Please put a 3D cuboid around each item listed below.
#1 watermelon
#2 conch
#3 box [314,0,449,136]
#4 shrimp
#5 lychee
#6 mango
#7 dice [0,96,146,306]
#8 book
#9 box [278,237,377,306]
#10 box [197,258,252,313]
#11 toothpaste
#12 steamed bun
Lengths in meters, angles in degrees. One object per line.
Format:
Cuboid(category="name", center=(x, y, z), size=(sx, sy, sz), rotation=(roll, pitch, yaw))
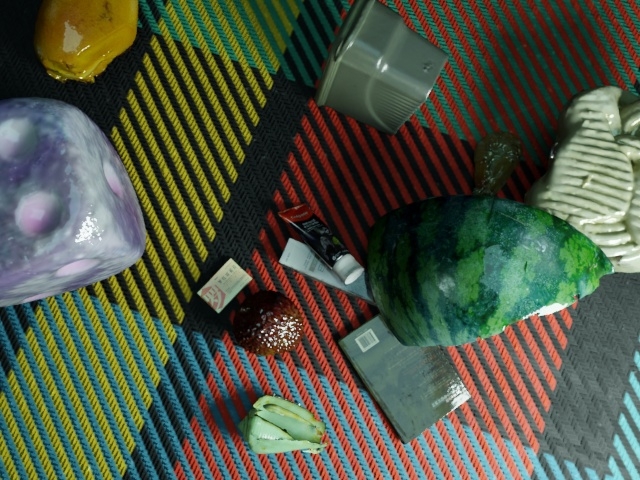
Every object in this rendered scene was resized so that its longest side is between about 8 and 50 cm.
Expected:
Cuboid(category="watermelon", center=(0.251, 0.080, 0.809), size=(0.319, 0.292, 0.222), rotation=(34, 60, -13))
Cuboid(category="conch", center=(-0.064, 0.332, 0.879), size=(0.170, 0.079, 0.105), rotation=(12, 88, -17))
Cuboid(category="box", center=(0.104, -0.302, 0.873), size=(0.178, 0.274, 0.138), rotation=(26, 84, -6))
Cuboid(category="shrimp", center=(0.344, -0.142, 0.977), size=(0.091, 0.043, 0.184), rotation=(25, 76, 8))
Cuboid(category="lychee", center=(-0.091, 0.152, 0.877), size=(0.129, 0.123, 0.123), rotation=(39, 82, -6))
Cuboid(category="mango", center=(-0.443, -0.422, 0.930), size=(0.154, 0.126, 0.252), rotation=(27, 81, -11))
Cuboid(category="dice", center=(-0.472, -0.053, 0.806), size=(0.271, 0.270, 0.270), rotation=(-21, 84, -5))
Cuboid(category="book", center=(0.159, 0.244, 0.922), size=(0.160, 0.024, 0.228), rotation=(-33, 85, -6))
Cuboid(category="box", center=(0.028, 0.063, 0.931), size=(0.218, 0.039, 0.055), rotation=(22, 80, 0))
Cuboid(category="box", center=(-0.183, 0.087, 0.930), size=(0.058, 0.015, 0.093), rotation=(43, 82, 1))
Cuboid(category="toothpaste", center=(0.000, 0.000, 0.905), size=(0.071, 0.045, 0.193), rotation=(-21, 59, -37))
Cuboid(category="steamed bun", center=(0.545, -0.097, 0.880), size=(0.394, 0.237, 0.346), rotation=(-26, 71, 15))
